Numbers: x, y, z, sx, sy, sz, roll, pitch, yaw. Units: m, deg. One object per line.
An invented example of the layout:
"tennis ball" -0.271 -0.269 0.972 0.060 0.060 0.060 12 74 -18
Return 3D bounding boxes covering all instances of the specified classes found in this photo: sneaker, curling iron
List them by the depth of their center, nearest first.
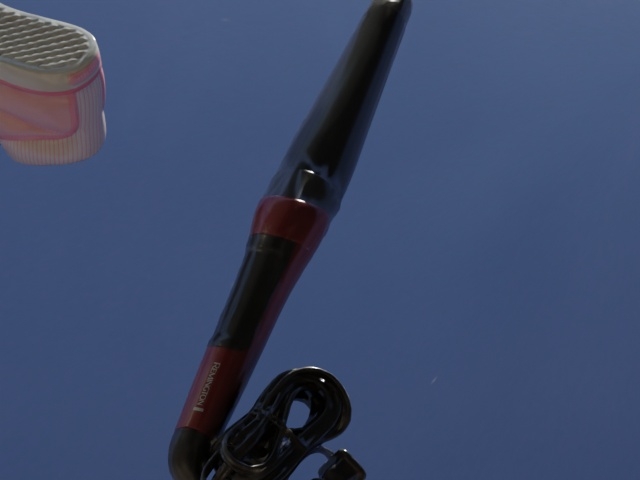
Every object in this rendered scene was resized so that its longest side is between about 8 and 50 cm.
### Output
"curling iron" 0.000 0.000 0.738 0.068 0.274 0.035 25 -40 -13
"sneaker" -0.149 -0.074 0.837 0.134 0.051 0.070 24 -37 28
